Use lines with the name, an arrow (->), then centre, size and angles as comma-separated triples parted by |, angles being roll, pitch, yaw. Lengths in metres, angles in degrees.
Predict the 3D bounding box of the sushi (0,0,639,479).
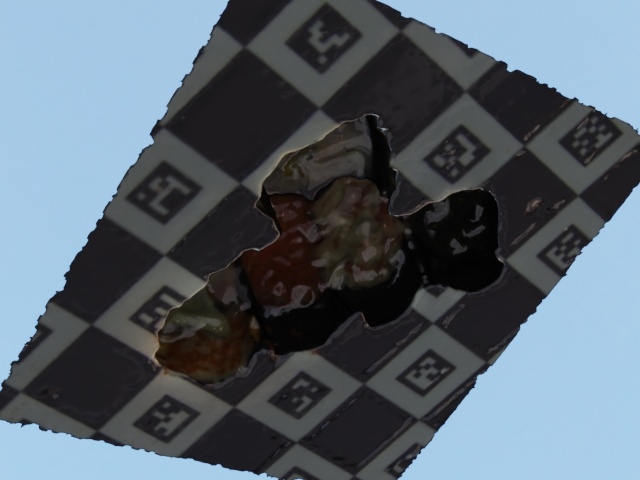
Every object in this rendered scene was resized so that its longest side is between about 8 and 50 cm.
sushi -> 0.000, 0.000, 0.894 | 0.320, 0.069, 0.339 | 18, -62, -33
